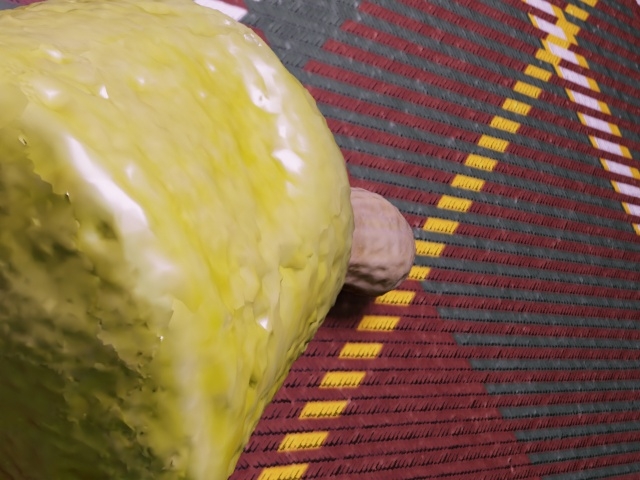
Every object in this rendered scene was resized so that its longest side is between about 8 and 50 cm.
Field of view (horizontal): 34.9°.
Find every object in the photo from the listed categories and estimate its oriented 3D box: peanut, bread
[{"bbox_3d":[0.000,0.000,0.960,0.257,0.124,0.123,19,70,-48],"label":"peanut"},{"bbox_3d":[-0.157,0.009,0.632,0.308,0.348,0.348,-48,118,-50],"label":"bread"}]
